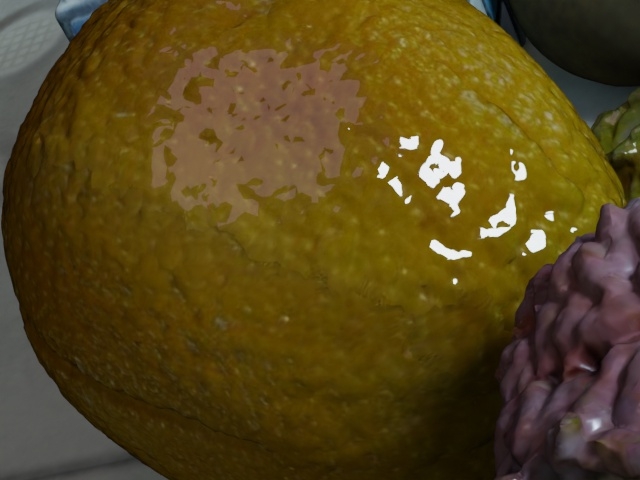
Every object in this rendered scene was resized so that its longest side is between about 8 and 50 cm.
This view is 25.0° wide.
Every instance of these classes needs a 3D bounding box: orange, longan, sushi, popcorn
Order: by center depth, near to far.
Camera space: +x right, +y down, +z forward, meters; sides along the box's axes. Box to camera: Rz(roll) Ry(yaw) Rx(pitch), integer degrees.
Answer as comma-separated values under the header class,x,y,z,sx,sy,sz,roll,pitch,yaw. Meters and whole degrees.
class,x,y,z,sx,sy,sz,roll,pitch,yaw
sushi,0.180,0.103,0.612,0.236,0.270,0.171,-27,37,28
orange,0.000,0.000,0.814,0.357,0.322,0.322,21,59,32
popcorn,0.212,-0.041,0.897,0.116,0.106,0.121,-14,39,6
longan,0.216,-0.194,1.028,0.167,0.167,0.187,-26,37,6

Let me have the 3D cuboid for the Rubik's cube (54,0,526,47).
class,x,y,z,sx,sy,sz,roll,pitch,yaw
Rubik's cube,-0.006,-0.168,1.064,0.256,0.259,0.253,-13,38,20
